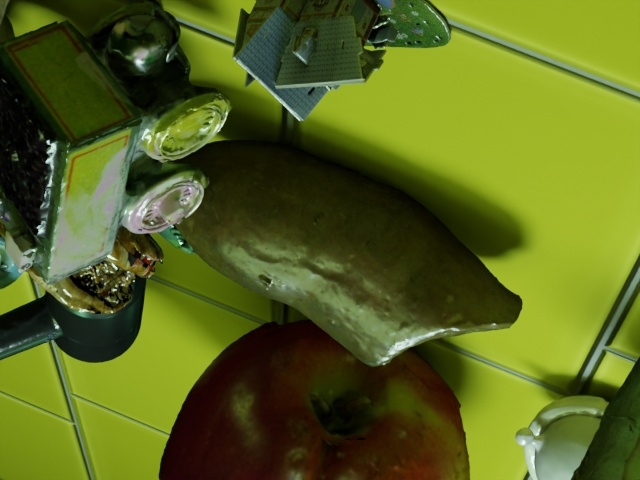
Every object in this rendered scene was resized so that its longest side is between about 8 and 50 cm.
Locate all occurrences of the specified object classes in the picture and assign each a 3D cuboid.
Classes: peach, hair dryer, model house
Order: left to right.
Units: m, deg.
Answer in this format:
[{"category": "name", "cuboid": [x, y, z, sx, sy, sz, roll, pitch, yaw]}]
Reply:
[{"category": "hair dryer", "cuboid": [-0.335, 0.087, 2.127, 0.116, 0.302, 0.244, 61, 165, 16]}, {"category": "model house", "cuboid": [0.000, -0.145, 1.449, 0.167, 0.088, 0.117, 3, 150, 44]}, {"category": "peach", "cuboid": [0.003, 0.283, 2.111, 0.339, 0.353, 0.417, 36, 140, 20]}]

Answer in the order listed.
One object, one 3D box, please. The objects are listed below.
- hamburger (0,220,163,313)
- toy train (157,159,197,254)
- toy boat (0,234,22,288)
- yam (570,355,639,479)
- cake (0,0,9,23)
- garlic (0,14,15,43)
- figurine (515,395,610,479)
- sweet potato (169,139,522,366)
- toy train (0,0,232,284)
[{"category": "hamburger", "cuboid": [-0.248, -0.029, 1.870, 0.231, 0.107, 0.231, 45, -174, -6]}, {"category": "toy train", "cuboid": [-0.159, -0.060, 1.835, 0.200, 0.083, 0.132, 45, 163, -28]}, {"category": "toy boat", "cuboid": [-0.390, -0.036, 2.072, 0.145, 0.133, 0.332, 17, 158, 15]}, {"category": "yam", "cuboid": [0.331, 0.246, 1.780, 0.202, 0.271, 0.201, 28, 161, 7]}, {"category": "cake", "cuboid": [-0.344, -0.283, 1.288, 0.308, 0.237, 0.230, 14, 156, 29]}, {"category": "garlic", "cuboid": [-0.276, -0.161, 1.677, 0.226, 0.199, 0.199, -13, 153, 3]}, {"category": "figurine", "cuboid": [0.315, 0.237, 1.989, 0.236, 0.141, 0.162, 25, 131, 6]}, {"category": "sweet potato", "cuboid": [0.000, 0.000, 1.732, 0.369, 0.158, 0.158, 32, 159, -1]}, {"category": "toy train", "cuboid": [-0.184, -0.084, 1.598, 0.134, 0.177, 0.261, 52, 149, 21]}]
